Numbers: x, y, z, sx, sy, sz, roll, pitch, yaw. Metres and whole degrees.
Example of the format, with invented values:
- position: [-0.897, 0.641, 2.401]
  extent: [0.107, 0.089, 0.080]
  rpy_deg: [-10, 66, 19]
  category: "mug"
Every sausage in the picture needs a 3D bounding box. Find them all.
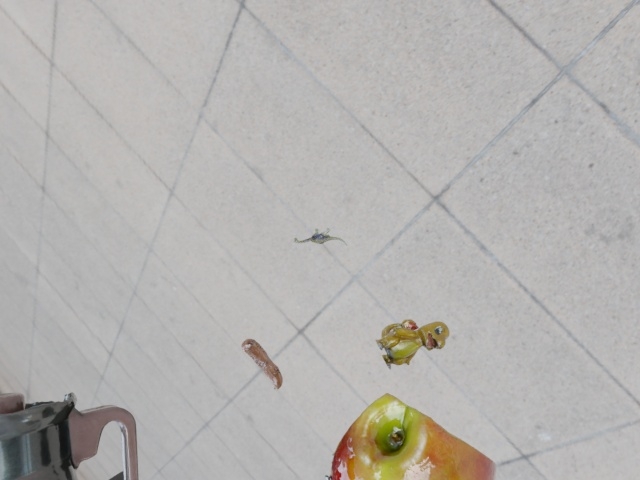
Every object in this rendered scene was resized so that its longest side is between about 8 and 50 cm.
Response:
- position: [-0.137, 0.300, 1.340]
  extent: [0.158, 0.042, 0.036]
  rpy_deg: [57, 175, -21]
  category: "sausage"

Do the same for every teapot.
- position: [-0.505, 0.444, 0.951]
  extent: [0.306, 0.376, 0.361]
  rpy_deg: [-14, 81, 55]
  category: "teapot"

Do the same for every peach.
- position: [0.199, 0.523, 1.134]
  extent: [0.242, 0.306, 0.380]
  rpy_deg: [33, 167, 45]
  category: "peach"

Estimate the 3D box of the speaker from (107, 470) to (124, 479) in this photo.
- position: [-0.529, 0.751, 1.366]
  extent: [0.232, 0.254, 0.184]
  rpy_deg: [32, 107, 20]
  category: "speaker"

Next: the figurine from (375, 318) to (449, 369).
- position: [0.226, 0.233, 1.346]
  extent: [0.176, 0.122, 0.121]
  rpy_deg: [-15, 118, 12]
  category: "figurine"

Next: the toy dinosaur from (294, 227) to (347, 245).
- position: [0.006, -0.011, 1.522]
  extent: [0.180, 0.058, 0.037]
  rpy_deg: [-4, 136, 43]
  category: "toy dinosaur"

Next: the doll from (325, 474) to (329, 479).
- position: [0.075, 0.905, 1.904]
  extent: [0.192, 0.095, 0.149]
  rpy_deg: [28, 141, 67]
  category: "doll"
